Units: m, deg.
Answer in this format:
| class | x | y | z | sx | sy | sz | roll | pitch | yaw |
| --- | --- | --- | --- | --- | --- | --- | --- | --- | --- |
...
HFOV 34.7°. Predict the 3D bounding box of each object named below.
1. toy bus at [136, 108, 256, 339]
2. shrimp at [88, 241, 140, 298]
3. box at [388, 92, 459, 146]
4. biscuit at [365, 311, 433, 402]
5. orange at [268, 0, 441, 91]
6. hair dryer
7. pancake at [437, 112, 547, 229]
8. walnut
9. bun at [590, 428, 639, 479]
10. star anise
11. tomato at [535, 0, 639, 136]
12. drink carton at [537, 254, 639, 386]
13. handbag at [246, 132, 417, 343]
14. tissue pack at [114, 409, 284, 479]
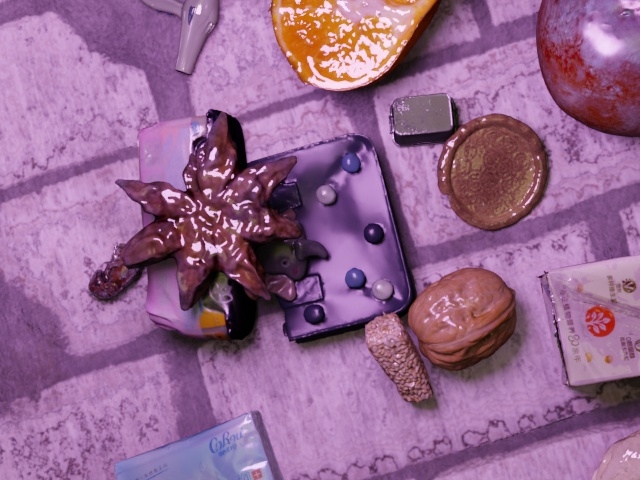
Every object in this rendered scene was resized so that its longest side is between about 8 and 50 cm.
| class | x | y | z | sx | sy | sz | roll | pitch | yaw |
| --- | --- | --- | --- | --- | --- | --- | --- | --- | --- |
| toy bus | -0.214 | -0.017 | 1.742 | 0.162 | 0.171 | 0.386 | -6 | 87 | 12 |
| shrimp | -0.344 | 0.036 | 1.801 | 0.065 | 0.056 | 0.165 | 35 | 88 | 14 |
| box | 0.176 | -0.210 | 1.752 | 0.122 | 0.069 | 0.084 | -6 | 83 | 6 |
| biscuit | 0.132 | 0.196 | 1.684 | 0.070 | 0.082 | 0.168 | -22 | 127 | 14 |
| orange | 0.072 | -0.412 | 1.692 | 0.274 | 0.274 | 0.310 | 25 | 123 | 8 |
| hair dryer | -0.278 | -0.383 | 1.831 | 0.199 | 0.067 | 0.167 | 5 | 92 | 18 |
| pancake | 0.292 | -0.117 | 1.739 | 0.199 | 0.021 | 0.199 | 0 | 96 | -2 |
| walnut | 0.240 | 0.126 | 1.682 | 0.184 | 0.155 | 0.155 | -31 | 83 | -6 |
| bun | 0.533 | 0.390 | 1.636 | 0.220 | 0.134 | 0.220 | -1 | 113 | -2 |
| star anise | -0.173 | -0.046 | 1.595 | 0.315 | 0.108 | 0.315 | 0 | 96 | 4 |
| tomato | 0.500 | -0.322 | 1.628 | 0.316 | 0.282 | 0.317 | -1 | 87 | 19 |
| drink carton | 0.530 | 0.118 | 1.657 | 0.324 | 0.132 | 0.194 | -10 | 84 | 4 |
| handbag | 0.000 | 0.000 | 1.739 | 0.269 | 0.118 | 0.326 | -16 | 82 | 6 |
| tissue pack | -0.202 | 0.417 | 1.742 | 0.263 | 0.089 | 0.177 | -21 | 82 | 4 |
